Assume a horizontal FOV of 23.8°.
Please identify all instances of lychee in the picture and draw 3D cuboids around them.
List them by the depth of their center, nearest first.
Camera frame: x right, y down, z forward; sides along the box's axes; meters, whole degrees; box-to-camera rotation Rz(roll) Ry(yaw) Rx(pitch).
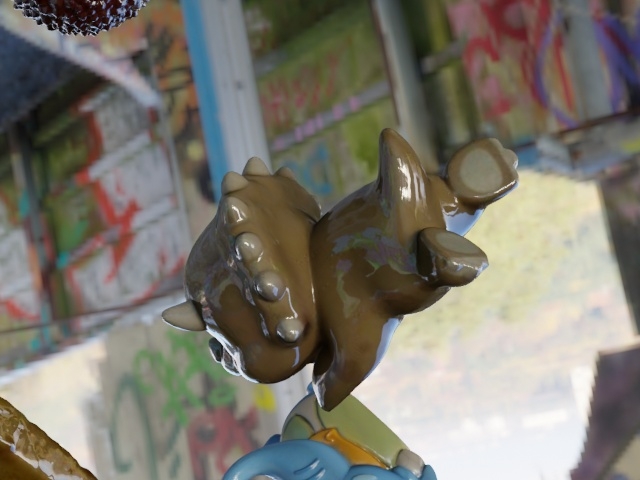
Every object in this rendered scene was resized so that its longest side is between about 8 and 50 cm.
[{"bbox_3d":[-0.185,-0.216,1.130,0.123,0.129,0.123,-16,129,-21],"label":"lychee"}]

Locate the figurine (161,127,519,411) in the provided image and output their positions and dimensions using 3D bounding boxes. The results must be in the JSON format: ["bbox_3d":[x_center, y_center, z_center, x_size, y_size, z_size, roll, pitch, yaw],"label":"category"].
[{"bbox_3d":[-0.003,0.005,1.136,0.247,0.173,0.177,-43,-167,42],"label":"figurine"}]

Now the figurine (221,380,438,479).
[{"bbox_3d":[0.013,0.234,1.276,0.180,0.262,0.154,-18,131,-19],"label":"figurine"}]

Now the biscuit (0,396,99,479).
[{"bbox_3d":[-0.308,0.165,0.951,0.359,0.046,0.359,5,139,5],"label":"biscuit"}]
